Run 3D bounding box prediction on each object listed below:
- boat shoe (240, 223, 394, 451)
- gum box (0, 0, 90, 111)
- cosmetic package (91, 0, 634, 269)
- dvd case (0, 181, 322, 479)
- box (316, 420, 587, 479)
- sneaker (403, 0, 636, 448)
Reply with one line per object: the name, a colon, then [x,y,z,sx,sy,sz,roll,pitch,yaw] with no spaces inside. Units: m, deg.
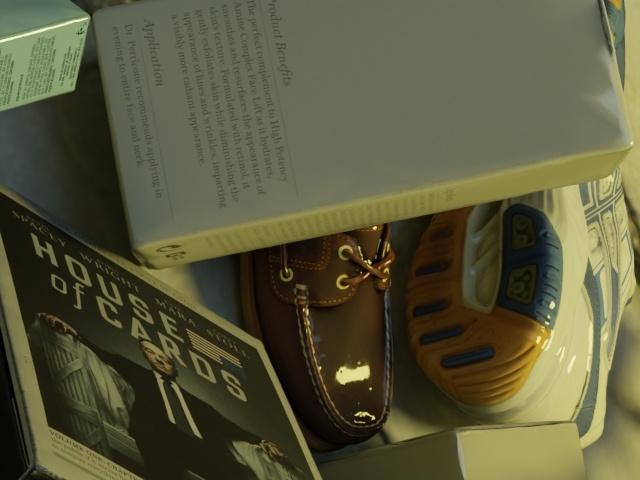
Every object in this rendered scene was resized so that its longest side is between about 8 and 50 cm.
boat shoe: [0.000,0.000,0.938,0.073,0.073,0.207,-9,83,-47]
gum box: [-0.212,-0.092,0.738,0.157,0.041,0.184,37,38,26]
cosmetic package: [0.018,-0.067,0.875,0.231,0.085,0.117,-10,82,0]
dvd case: [-0.070,0.071,0.777,0.179,0.029,0.238,34,15,-29]
box: [0.082,0.231,0.902,0.094,0.113,0.275,2,75,-41]
sneaker: [0.122,-0.020,1.052,0.131,0.112,0.296,46,49,-43]
